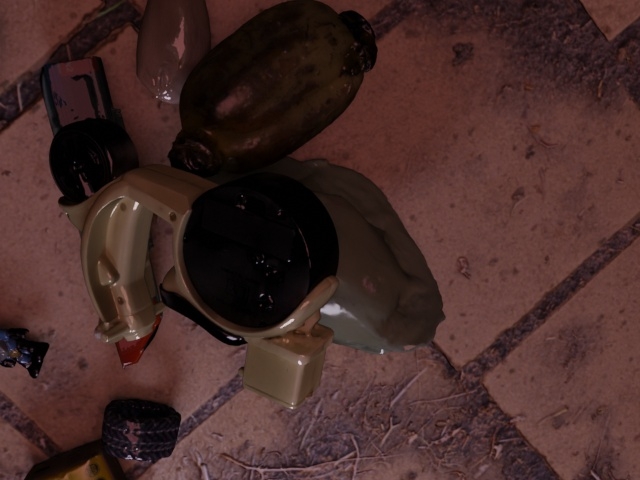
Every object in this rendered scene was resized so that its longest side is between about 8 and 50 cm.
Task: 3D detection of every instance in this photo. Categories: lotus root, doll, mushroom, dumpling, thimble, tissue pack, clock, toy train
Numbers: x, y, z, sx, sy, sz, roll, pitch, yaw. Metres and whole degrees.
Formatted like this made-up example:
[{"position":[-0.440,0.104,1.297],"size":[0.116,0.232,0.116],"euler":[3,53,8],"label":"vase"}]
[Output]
[{"position":[-0.071,-0.188,0.997],"size":[0.309,0.173,0.173],"euler":[-37,105,-18],"label":"lotus root"},{"position":[-0.466,0.130,1.045],"size":[0.195,0.070,0.096],"euler":[22,126,-17],"label":"doll"},{"position":[-0.189,-0.284,1.013],"size":[0.097,0.088,0.212],"euler":[-1,96,16],"label":"mushroom"},{"position":[-0.020,0.020,1.046],"size":[0.212,0.270,0.321],"euler":[-38,115,20],"label":"dumpling"},{"position":[-0.251,0.263,1.091],"size":[0.105,0.095,0.066],"euler":[11,96,-3],"label":"thimble"},{"position":[-0.328,0.379,1.103],"size":[0.120,0.082,0.169],"euler":[-22,103,-5],"label":"tissue pack"},{"position":[-0.160,0.025,0.909],"size":[0.379,0.120,0.276],"euler":[18,113,25],"label":"clock"},{"position":[-0.277,-0.035,1.039],"size":[0.089,0.086,0.409],"euler":[-14,102,-10],"label":"toy train"}]
